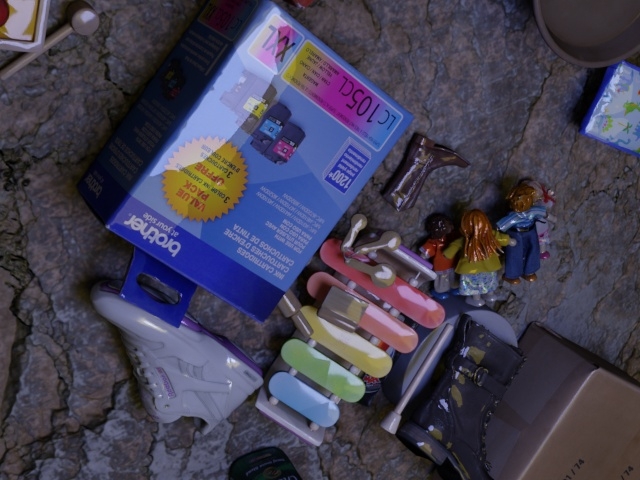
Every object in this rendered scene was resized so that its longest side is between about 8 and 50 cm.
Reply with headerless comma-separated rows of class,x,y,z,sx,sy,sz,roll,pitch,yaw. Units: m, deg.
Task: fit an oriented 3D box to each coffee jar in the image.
coffee jar,-0.055,0.385,1.779,0.096,0.184,0.079,-15,120,-25

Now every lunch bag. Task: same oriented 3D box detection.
lunch bag,0.467,-0.206,1.858,0.151,0.096,0.129,10,108,-45

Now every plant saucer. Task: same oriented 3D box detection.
plant saucer,0.389,-0.371,1.634,0.278,0.041,0.278,-15,122,-25

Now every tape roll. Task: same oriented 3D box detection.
tape roll,0.203,0.193,1.912,0.219,0.072,0.219,-13,119,-25

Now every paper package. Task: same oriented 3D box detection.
paper package,0.404,0.347,2.054,0.309,0.168,0.325,28,96,-39

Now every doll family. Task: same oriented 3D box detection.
doll family,0.277,-0.002,1.829,0.263,0.118,0.163,-21,122,-21

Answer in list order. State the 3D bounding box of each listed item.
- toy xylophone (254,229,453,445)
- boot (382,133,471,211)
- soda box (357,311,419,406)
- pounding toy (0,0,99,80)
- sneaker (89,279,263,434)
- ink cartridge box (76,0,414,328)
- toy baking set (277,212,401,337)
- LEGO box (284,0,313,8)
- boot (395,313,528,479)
toy xylophone,0.060,0.149,1.747,0.236,0.081,0.322,25,96,-7
boot,0.153,-0.087,1.762,0.106,0.037,0.114,23,97,-24
soda box,0.084,0.163,1.831,0.053,0.060,0.169,26,98,-34
pounding toy,-0.336,-0.254,1.343,0.206,0.094,0.181,1,113,-31
sneaker,-0.206,0.165,1.619,0.152,0.114,0.305,-50,128,-2
ink cartridge box,-0.112,-0.084,1.522,0.270,0.151,0.395,34,95,-33
toy baking set,-0.005,0.005,1.676,0.197,0.030,0.256,-38,98,0
LEGO box,-0.044,-0.569,1.300,0.372,0.193,0.500,-42,128,-7
boot,0.251,0.264,1.857,0.263,0.091,0.229,44,75,-33
